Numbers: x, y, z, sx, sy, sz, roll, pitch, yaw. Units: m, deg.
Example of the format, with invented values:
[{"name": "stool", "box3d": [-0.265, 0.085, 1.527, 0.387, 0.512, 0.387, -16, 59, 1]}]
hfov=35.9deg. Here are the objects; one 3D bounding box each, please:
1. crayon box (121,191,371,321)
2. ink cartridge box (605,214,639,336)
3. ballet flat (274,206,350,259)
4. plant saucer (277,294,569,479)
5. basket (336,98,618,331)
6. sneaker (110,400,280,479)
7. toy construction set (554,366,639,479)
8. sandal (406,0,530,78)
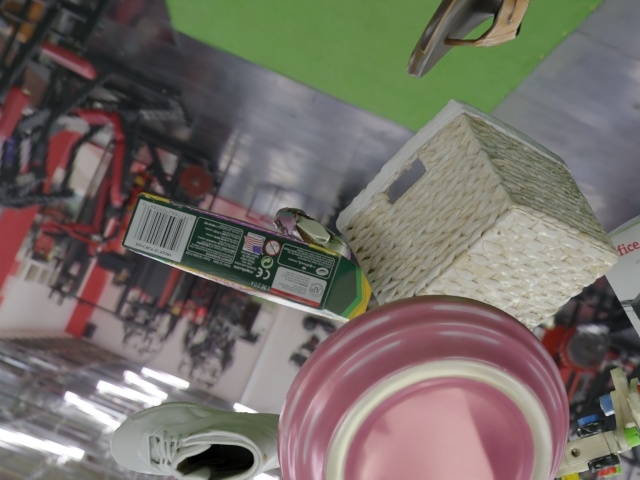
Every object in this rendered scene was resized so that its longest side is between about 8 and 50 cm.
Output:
[{"name": "crayon box", "box3d": [-0.113, 0.041, 1.720, 0.362, 0.106, 0.313, 17, 174, 15]}, {"name": "ink cartridge box", "box3d": [0.642, 0.086, 1.696, 0.307, 0.129, 0.223, 62, 148, 5]}, {"name": "ballet flat", "box3d": [0.000, 0.000, 2.016, 0.221, 0.077, 0.079, 36, 160, -36]}, {"name": "plant saucer", "box3d": [0.121, 0.226, 1.077, 0.332, 0.332, 0.084, 25, -168, -17]}, {"name": "basket", "box3d": [0.271, -0.005, 1.709, 0.331, 0.328, 0.266, 20, -144, -40]}, {"name": "sneaker", "box3d": [-0.192, 0.287, 1.376, 0.292, 0.108, 0.169, -6, 178, 18]}, {"name": "toy construction set", "box3d": [0.409, 0.342, 1.622, 0.151, 0.327, 0.215, 60, -163, 23]}, {"name": "sandal", "box3d": [0.167, -0.211, 0.878, 0.060, 0.219, 0.090, 48, 159, 16]}]
